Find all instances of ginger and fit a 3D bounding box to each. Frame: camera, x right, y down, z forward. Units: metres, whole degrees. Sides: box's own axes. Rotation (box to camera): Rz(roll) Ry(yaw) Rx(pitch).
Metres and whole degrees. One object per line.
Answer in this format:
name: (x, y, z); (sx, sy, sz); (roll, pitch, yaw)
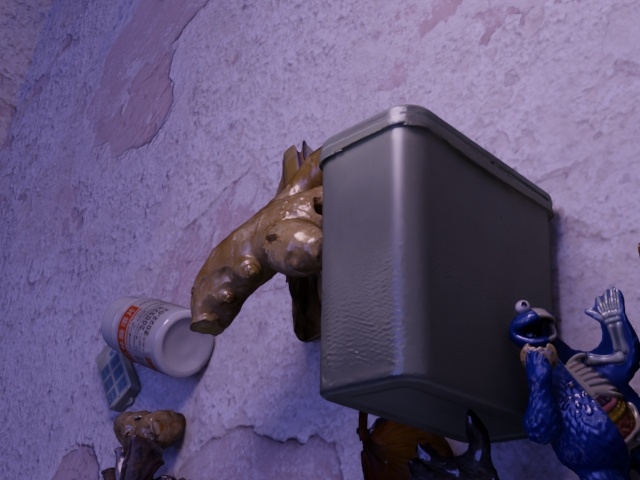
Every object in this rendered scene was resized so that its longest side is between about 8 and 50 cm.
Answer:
ginger: (-0.055, -0.026, 1.307); (0.348, 0.122, 0.363); (-25, 29, 39)
ginger: (-0.349, 0.378, 1.688); (0.204, 0.104, 0.080); (-17, 88, 45)

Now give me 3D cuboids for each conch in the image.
conch: (0.189, 0.359, 0.990); (0.186, 0.313, 0.240); (-28, 15, -9)

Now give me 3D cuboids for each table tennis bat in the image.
table tennis bat: (0.089, 0.297, 1.311); (0.083, 0.007, 0.050); (-9, 62, 43)

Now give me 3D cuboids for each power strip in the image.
power strip: (-0.453, 0.297, 1.893); (0.081, 0.035, 0.192); (-50, 41, 14)

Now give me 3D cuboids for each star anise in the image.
star anise: (-0.328, 0.469, 1.592); (0.257, 0.110, 0.198); (-50, 63, 39)

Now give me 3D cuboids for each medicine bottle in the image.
medicine bottle: (-0.340, 0.192, 1.745); (0.252, 0.144, 0.145); (11, 77, 52)

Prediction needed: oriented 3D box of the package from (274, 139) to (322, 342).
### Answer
package: (-0.020, -0.015, 1.491); (0.221, 0.165, 0.311); (-35, 45, 30)

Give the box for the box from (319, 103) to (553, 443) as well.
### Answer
box: (0.160, 0.061, 1.104); (0.177, 0.352, 0.344); (-19, 57, 39)

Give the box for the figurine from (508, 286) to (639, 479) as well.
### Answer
figurine: (0.308, 0.188, 1.002); (0.164, 0.121, 0.262); (-18, 74, -7)

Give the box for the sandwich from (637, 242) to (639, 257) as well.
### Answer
sandwich: (0.509, 0.085, 0.874); (0.325, 0.131, 0.262); (-27, 49, 39)

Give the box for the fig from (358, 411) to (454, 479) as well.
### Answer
fig: (0.097, 0.299, 1.153); (0.134, 0.201, 0.146); (-47, 46, 4)
